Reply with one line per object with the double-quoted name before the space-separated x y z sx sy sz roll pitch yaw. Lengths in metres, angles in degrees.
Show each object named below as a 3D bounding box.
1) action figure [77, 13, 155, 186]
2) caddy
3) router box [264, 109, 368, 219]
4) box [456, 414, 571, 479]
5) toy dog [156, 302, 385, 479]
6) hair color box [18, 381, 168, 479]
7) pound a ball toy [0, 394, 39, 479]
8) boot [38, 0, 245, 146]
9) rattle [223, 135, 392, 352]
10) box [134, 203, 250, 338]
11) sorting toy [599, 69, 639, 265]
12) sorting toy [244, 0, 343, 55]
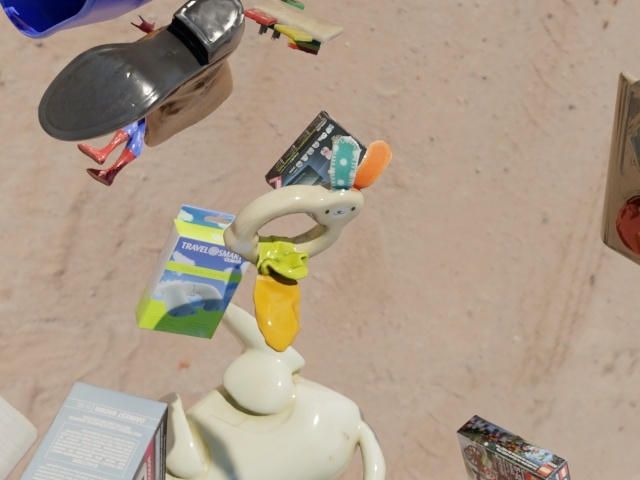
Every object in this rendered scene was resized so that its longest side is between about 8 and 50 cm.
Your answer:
"action figure" -0.272 -0.223 1.559 0.280 0.139 0.091 -48 159 -24
"caddy" -0.365 -0.420 1.474 0.179 0.341 0.241 -18 97 -38
"router box" 0.000 -0.096 1.387 0.092 0.038 0.122 37 99 -31
"box" 0.279 0.365 1.442 0.044 0.159 0.233 -35 124 -27
"toy dog" -0.139 0.375 1.649 0.408 0.395 0.284 -50 168 -15
"hair color box" -0.266 0.343 1.044 0.374 0.114 0.185 -68 169 -50
"pound a ball toy" -0.214 0.168 0.321 0.319 0.208 0.136 -54 146 -21
"boot" -0.210 -0.173 1.258 0.264 0.280 0.096 -44 89 -14
"rattle" 0.000 0.000 1.087 0.200 0.142 0.130 -27 131 22
"box" -0.159 0.044 1.352 0.109 0.042 0.178 12 123 -27
"sorting toy" 0.356 -0.071 0.999 0.041 0.229 0.307 -24 132 -23
"sorting toy" -0.044 -0.354 1.763 0.274 0.132 0.046 -51 164 -68
